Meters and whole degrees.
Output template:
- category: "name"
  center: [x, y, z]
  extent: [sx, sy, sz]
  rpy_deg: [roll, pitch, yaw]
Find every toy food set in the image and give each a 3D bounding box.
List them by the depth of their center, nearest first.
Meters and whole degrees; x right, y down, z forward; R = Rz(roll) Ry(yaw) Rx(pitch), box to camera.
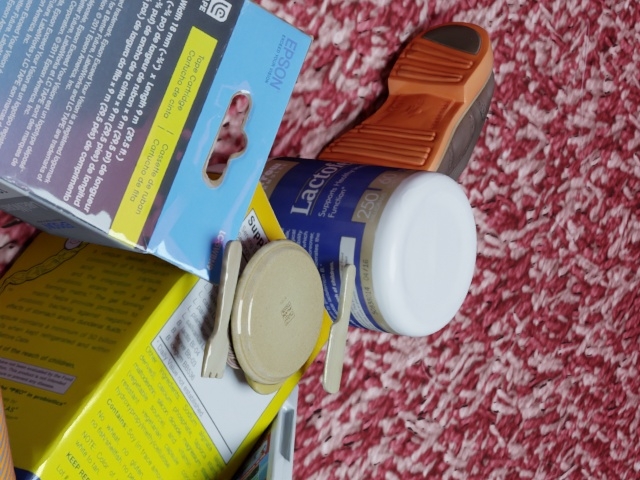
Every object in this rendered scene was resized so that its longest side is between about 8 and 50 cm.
- category: "toy food set"
  center: [-0.044, 0.063, 1.509]
  extent: [0.192, 0.038, 0.132]
  rpy_deg: [15, 84, -55]

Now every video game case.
- category: "video game case"
  center: [-0.097, 0.237, 1.589]
  extent: [0.025, 0.285, 0.204]
  rpy_deg: [41, 101, -9]

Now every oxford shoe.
- category: "oxford shoe"
  center: [0.095, -0.073, 1.925]
  extent: [0.363, 0.130, 0.132]
  rpy_deg: [-52, 142, -31]

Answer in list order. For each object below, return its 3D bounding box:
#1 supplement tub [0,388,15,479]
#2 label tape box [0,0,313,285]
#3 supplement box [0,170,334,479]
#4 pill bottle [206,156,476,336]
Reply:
- category: "supplement tub"
  center: [-0.311, 0.168, 1.219]
  extent: [0.207, 0.207, 0.338]
  rpy_deg: [-41, 142, -41]
- category: "label tape box"
  center: [-0.199, -0.134, 1.441]
  extent: [0.334, 0.106, 0.240]
  rpy_deg: [29, 72, -28]
- category: "supplement box"
  center: [-0.179, 0.123, 1.540]
  extent: [0.356, 0.195, 0.194]
  rpy_deg: [-54, 136, -31]
- category: "pill bottle"
  center: [0.000, 0.000, 1.694]
  extent: [0.153, 0.265, 0.153]
  rpy_deg: [-13, 106, -52]
